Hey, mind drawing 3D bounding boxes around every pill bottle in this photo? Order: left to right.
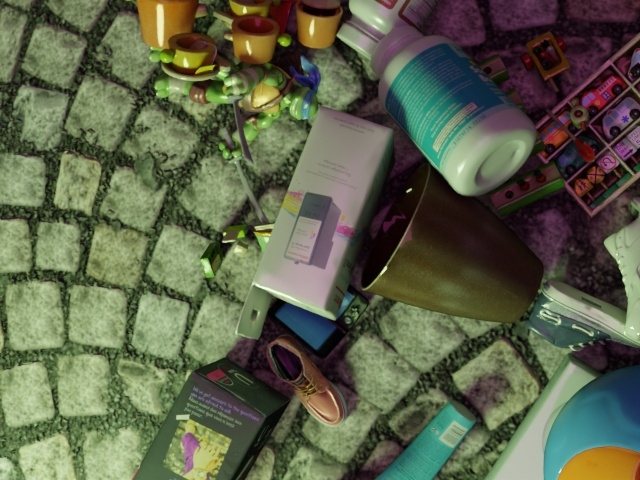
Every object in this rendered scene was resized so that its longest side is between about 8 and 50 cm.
[{"bbox_3d":[0.121,-0.386,1.468,0.121,0.121,0.216,35,97,8],"label":"pill bottle"},{"bbox_3d":[0.183,-0.200,1.384,0.146,0.146,0.264,-42,62,9],"label":"pill bottle"}]

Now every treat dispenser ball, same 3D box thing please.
[{"bbox_3d":[0.439,0.308,1.238,0.288,0.288,0.288,0,91,11],"label":"treat dispenser ball"}]

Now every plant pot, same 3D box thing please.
[{"bbox_3d":[0.211,0.028,1.432,0.230,0.215,0.215,26,96,-7],"label":"plant pot"}]

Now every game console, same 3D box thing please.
[{"bbox_3d":[-0.003,0.108,1.522,0.122,0.071,0.107,39,115,7],"label":"game console"}]

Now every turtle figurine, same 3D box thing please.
[{"bbox_3d":[-0.158,-0.208,1.488,0.266,0.198,0.275,26,93,15],"label":"turtle figurine"}]

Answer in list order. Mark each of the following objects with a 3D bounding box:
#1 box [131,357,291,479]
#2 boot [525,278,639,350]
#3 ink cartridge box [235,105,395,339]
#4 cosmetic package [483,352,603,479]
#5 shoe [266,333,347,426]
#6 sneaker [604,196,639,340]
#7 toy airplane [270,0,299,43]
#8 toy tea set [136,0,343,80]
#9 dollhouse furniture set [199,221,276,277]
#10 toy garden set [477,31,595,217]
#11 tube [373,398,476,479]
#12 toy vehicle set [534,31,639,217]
[{"bbox_3d":[-0.187,0.344,1.517,0.143,0.165,0.270,31,96,10],"label":"box"},{"bbox_3d":[0.417,0.138,1.456,0.190,0.069,0.086,28,113,10],"label":"boot"},{"bbox_3d":[0.000,0.000,1.427,0.119,0.207,0.354,20,85,8],"label":"ink cartridge box"},{"bbox_3d":[0.463,0.395,1.430,0.377,0.097,0.284,32,99,9],"label":"cosmetic package"},{"bbox_3d":[-0.025,0.232,1.526,0.063,0.081,0.178,-37,84,9],"label":"shoe"},{"bbox_3d":[0.479,0.038,1.418,0.115,0.090,0.232,13,70,24],"label":"sneaker"},{"bbox_3d":[-0.044,-0.393,1.546,0.151,0.028,0.151,1,93,11],"label":"toy airplane"},{"bbox_3d":[-0.124,-0.355,1.428,0.200,0.336,0.124,40,137,36],"label":"toy tea set"},{"bbox_3d":[-0.117,0.018,1.540,0.151,0.059,0.076,-7,119,16],"label":"dollhouse furniture set"},{"bbox_3d":[0.311,-0.189,1.431,0.203,0.049,0.244,-26,67,11],"label":"toy garden set"},{"bbox_3d":[0.166,0.348,1.511,0.080,0.052,0.207,40,103,13],"label":"tube"},{"bbox_3d":[0.463,-0.184,1.448,0.267,0.035,0.166,-42,83,9],"label":"toy vehicle set"}]
